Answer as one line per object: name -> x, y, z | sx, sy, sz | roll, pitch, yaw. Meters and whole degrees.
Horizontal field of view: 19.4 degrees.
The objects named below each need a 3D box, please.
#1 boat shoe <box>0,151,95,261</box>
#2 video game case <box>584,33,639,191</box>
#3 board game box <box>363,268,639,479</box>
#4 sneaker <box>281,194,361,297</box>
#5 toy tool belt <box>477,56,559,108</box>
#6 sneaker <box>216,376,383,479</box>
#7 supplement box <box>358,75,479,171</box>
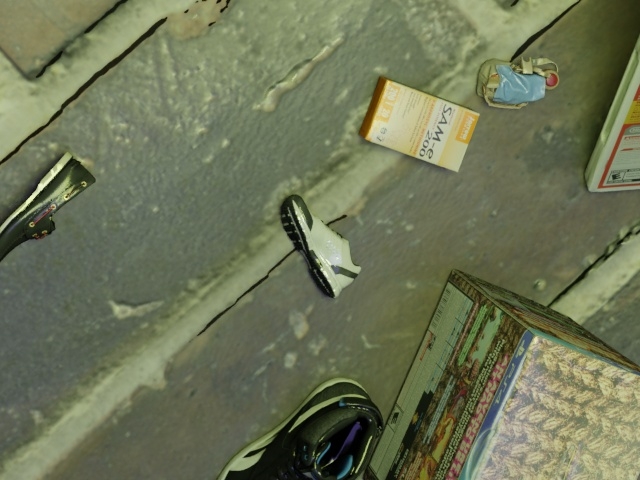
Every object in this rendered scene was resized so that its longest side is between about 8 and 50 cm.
boat shoe -> -0.264, -0.021, 1.730 | 0.042, 0.049, 0.133 | 43, 86, -7
video game case -> 0.374, -0.138, 1.736 | 0.204, 0.285, 0.025 | -4, 59, -10
board game box -> 0.172, 0.182, 1.724 | 0.141, 0.291, 0.232 | 22, 96, -13
sneaker -> 0.000, 0.000, 1.793 | 0.043, 0.040, 0.109 | -35, 109, -19
toy tool belt -> 0.194, -0.151, 1.789 | 0.083, 0.051, 0.052 | -2, 101, -10
sneaker -> -0.030, 0.226, 1.782 | 0.079, 0.121, 0.217 | 41, 91, -14
supplement box -> 0.094, -0.111, 1.786 | 0.098, 0.036, 0.062 | 18, 97, -13
